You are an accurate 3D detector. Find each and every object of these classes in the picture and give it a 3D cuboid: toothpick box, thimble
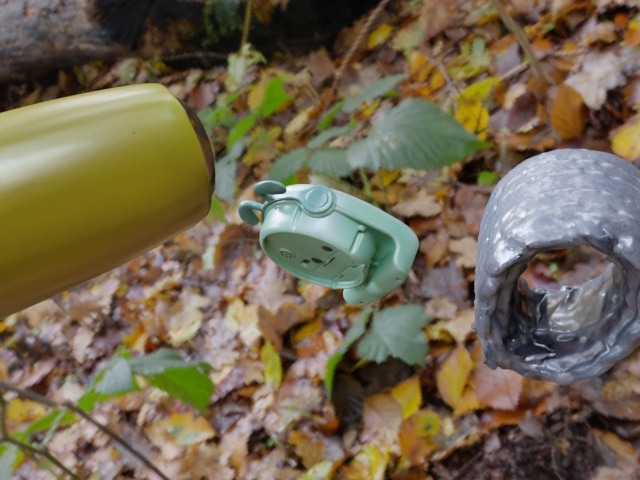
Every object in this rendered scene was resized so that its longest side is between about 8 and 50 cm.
[{"bbox_3d":[-0.237,-0.043,0.819,0.271,0.175,0.175,-23,19,-22],"label":"toothpick box"},{"bbox_3d":[0.260,0.032,0.959,0.236,0.205,0.172,-54,7,39],"label":"thimble"}]

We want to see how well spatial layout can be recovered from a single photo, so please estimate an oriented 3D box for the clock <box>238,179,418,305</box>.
[{"bbox_3d":[0.000,-0.001,0.968,0.060,0.188,0.148,-68,9,-24],"label":"clock"}]
